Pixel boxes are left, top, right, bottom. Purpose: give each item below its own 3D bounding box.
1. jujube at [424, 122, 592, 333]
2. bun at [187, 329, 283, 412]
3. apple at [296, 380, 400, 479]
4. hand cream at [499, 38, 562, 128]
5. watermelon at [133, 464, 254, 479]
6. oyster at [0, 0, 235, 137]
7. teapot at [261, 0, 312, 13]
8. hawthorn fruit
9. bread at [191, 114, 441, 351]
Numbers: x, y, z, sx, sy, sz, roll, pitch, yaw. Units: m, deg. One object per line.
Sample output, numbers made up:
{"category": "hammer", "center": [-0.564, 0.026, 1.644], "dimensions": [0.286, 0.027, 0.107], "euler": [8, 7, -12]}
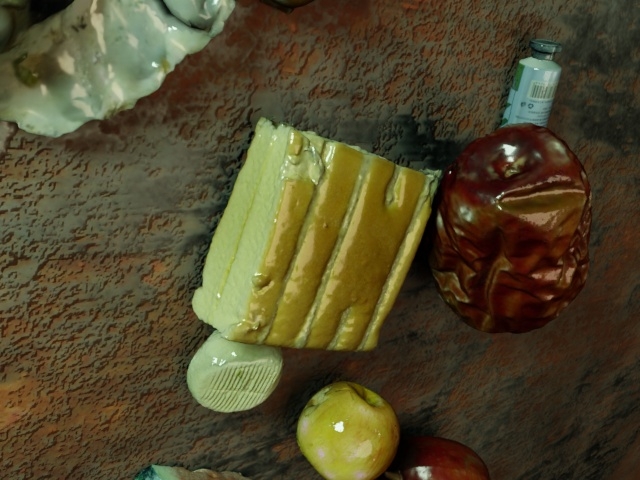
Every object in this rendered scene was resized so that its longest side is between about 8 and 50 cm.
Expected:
{"category": "jujube", "center": [0.242, -0.006, 0.836], "dimensions": [0.216, 0.216, 0.342], "euler": [-42, 150, -14]}
{"category": "bun", "center": [-0.100, 0.146, 0.768], "dimensions": [0.115, 0.069, 0.115], "euler": [-11, 130, -13]}
{"category": "apple", "center": [0.042, 0.259, 0.896], "dimensions": [0.146, 0.146, 0.146], "euler": [-19, 124, -31]}
{"category": "hand cream", "center": [0.287, -0.147, 0.942], "dimensions": [0.091, 0.058, 0.271], "euler": [-7, 121, -23]}
{"category": "watermelon", "center": [-0.146, 0.421, 0.839], "dimensions": [0.226, 0.148, 0.318], "euler": [-27, 130, -36]}
{"category": "oyster", "center": [-0.171, -0.240, 0.459], "dimensions": [0.238, 0.115, 0.351], "euler": [-29, 135, -30]}
{"category": "teapot", "center": [-0.022, -0.274, 0.606], "dimensions": [0.098, 0.078, 0.129], "euler": [20, 118, -4]}
{"category": "hawthorn fruit", "center": [0.176, 0.416, 1.080], "dimensions": [0.251, 0.189, 0.189], "euler": [29, 93, -30]}
{"category": "bread", "center": [0.000, 0.000, 0.741], "dimensions": [0.239, 0.111, 0.246], "euler": [13, 103, -45]}
